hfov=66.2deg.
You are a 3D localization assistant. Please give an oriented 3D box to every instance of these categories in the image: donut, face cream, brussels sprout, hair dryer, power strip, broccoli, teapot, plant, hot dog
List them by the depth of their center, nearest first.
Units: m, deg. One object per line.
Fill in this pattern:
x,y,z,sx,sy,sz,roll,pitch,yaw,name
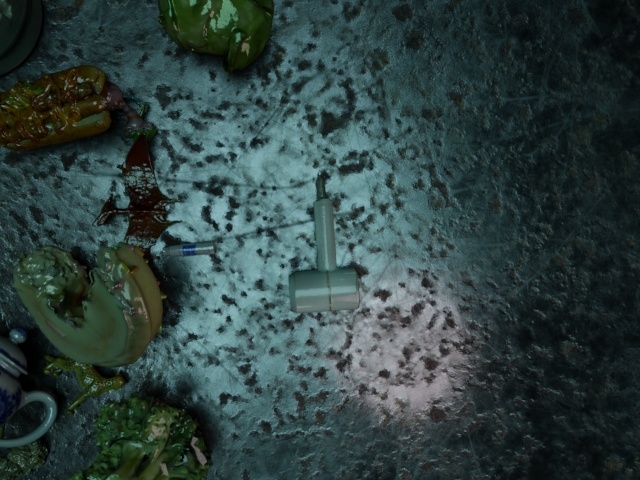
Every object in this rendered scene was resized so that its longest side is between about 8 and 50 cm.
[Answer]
-0.508,0.144,1.121,0.370,0.150,0.308,-4,113,28,donut
-0.794,0.313,1.129,0.424,0.252,0.280,51,58,-21,teapot
-0.641,-0.302,1.136,0.348,0.117,0.159,-6,93,18,hot dog
-0.860,-0.566,1.141,0.356,0.161,0.358,0,91,-2,power strip
-0.245,-0.547,1.145,0.259,0.227,0.295,2,84,-17,brussels sprout
-0.425,0.543,1.146,0.277,0.318,0.338,30,50,9,broccoli
-0.756,0.533,1.226,0.122,0.105,0.116,37,51,24,plant
-0.333,0.023,1.244,0.129,0.034,0.034,-4,92,-3,face cream
0.000,0.000,1.244,0.172,0.107,0.358,-3,83,-3,hair dryer

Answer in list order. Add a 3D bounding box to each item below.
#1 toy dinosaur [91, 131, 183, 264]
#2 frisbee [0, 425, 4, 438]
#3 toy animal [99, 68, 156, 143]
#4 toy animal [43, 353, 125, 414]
-0.441,-0.083,1.199,0.206,0.113,0.328,27,86,-8,toy dinosaur
-0.916,0.460,1.233,0.235,0.017,0.236,0,91,-3,frisbee
-0.491,-0.332,1.211,0.208,0.100,0.103,40,50,0,toy animal
-0.594,0.328,1.229,0.136,0.073,0.181,-35,81,-10,toy animal
